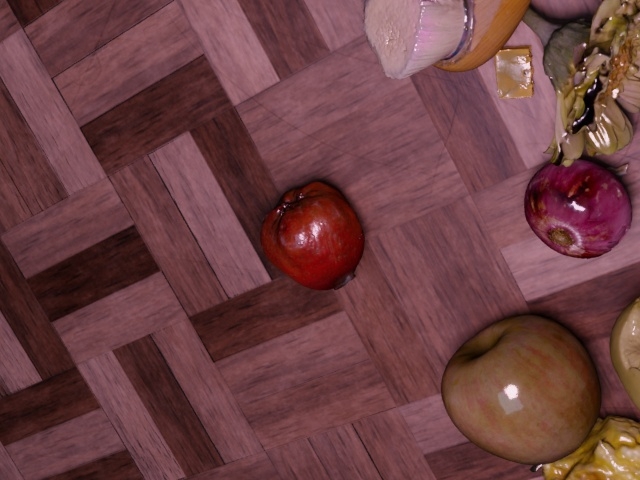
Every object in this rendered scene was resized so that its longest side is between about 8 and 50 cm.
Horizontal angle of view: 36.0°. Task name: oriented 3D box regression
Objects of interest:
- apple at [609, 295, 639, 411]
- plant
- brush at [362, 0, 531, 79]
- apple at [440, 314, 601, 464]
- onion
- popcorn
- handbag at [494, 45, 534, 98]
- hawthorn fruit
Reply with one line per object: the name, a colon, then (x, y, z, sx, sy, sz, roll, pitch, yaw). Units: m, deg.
apple: (0.605, 0.186, 1.557, 0.279, 0.279, 0.279, 8, 112, 19)
plant: (0.393, -0.275, 1.456, 0.297, 0.261, 0.306, 41, 106, 0)
brush: (0.202, -0.363, 1.506, 0.266, 0.166, 0.174, -33, 71, 52)
apple: (0.347, 0.259, 1.692, 0.257, 0.257, 0.234, -33, 104, 29)
onion: (0.418, -0.054, 1.603, 0.177, 0.153, 0.177, 8, 131, 10)
popcorn: (0.492, 0.420, 1.707, 0.225, 0.249, 0.249, 37, 119, 2)
handbag: (0.321, -0.277, 1.622, 0.061, 0.027, 0.083, -1, 111, 23)
hawthorn fruit: (0.000, 0.000, 1.780, 0.185, 0.185, 0.202, -31, 111, 29)
